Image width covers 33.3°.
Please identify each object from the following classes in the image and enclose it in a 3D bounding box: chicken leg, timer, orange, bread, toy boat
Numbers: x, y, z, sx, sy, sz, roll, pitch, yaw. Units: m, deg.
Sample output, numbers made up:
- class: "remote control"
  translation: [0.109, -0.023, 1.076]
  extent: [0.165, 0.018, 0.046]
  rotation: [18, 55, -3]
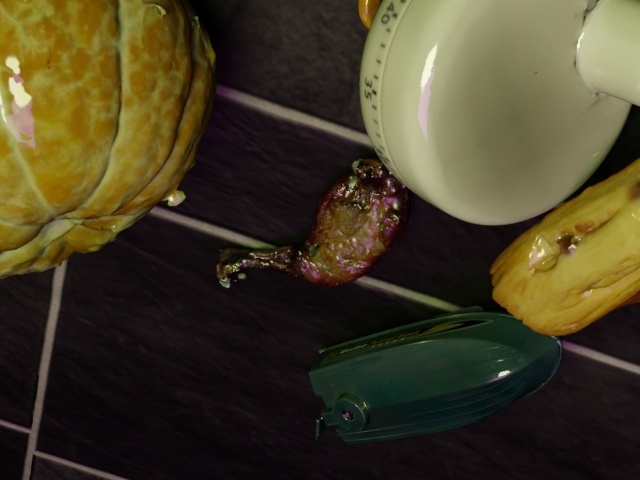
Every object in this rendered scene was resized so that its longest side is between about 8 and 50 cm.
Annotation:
- class: "chicken leg"
  translation: [0.000, 0.000, 1.078]
  extent: [0.253, 0.051, 0.106]
  rotation: [-30, 111, 33]
- class: "timer"
  translation: [0.155, -0.121, 0.817]
  extent: [0.233, 0.240, 0.234]
  rotation: [-15, 120, -27]
- class: "orange"
  translation: [-0.245, -0.110, 0.864]
  extent: [0.329, 0.329, 0.249]
  rotation: [-29, 80, 31]
- class: "bread"
  translation: [0.276, -0.008, 0.907]
  extent: [0.235, 0.210, 0.099]
  rotation: [-39, 77, 38]
- class: "toy boat"
  translation: [0.123, 0.134, 1.112]
  extent: [0.296, 0.122, 0.114]
  rotation: [-20, 104, 38]
